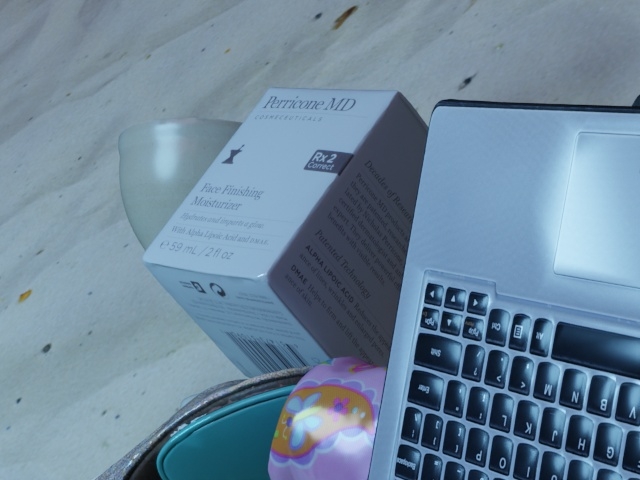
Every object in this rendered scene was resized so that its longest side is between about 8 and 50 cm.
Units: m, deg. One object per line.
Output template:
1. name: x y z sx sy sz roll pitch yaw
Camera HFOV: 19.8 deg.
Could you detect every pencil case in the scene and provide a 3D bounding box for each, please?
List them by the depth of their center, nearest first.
1. pencil case: 0.095 0.149 1.144 0.284 0.124 0.124 8 55 48

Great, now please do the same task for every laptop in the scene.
1. laptop: 0.038 0.116 0.894 0.382 0.236 0.407 10 91 61

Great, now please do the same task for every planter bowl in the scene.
1. planter bowl: -0.093 -0.026 1.522 0.162 0.162 0.109 -7 72 41

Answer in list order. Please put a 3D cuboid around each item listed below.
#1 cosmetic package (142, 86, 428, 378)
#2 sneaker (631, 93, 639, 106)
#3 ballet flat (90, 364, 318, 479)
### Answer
1. cosmetic package: 0.000 0.000 1.378 0.151 0.151 0.183 7 55 48
2. sneaker: 0.186 -0.025 1.262 0.147 0.104 0.295 -2 52 37
3. ballet flat: -0.107 0.172 1.333 0.316 0.107 0.106 -34 24 8
